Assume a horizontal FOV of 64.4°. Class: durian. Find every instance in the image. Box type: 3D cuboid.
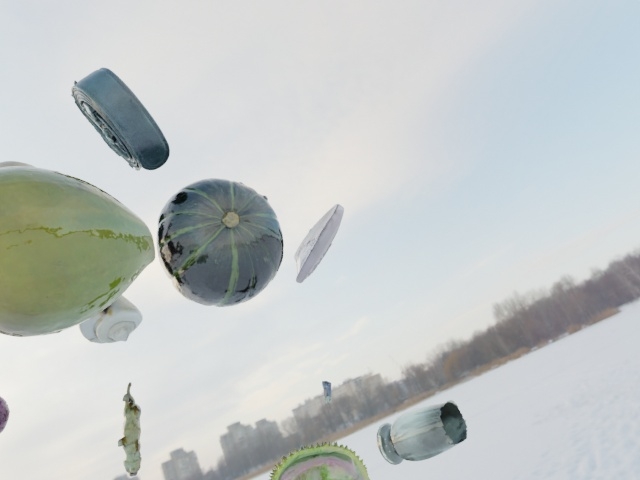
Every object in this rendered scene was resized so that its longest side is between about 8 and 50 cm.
[{"bbox_3d":[-0.015,0.791,1.733,0.351,0.169,0.158,-13,-43,-3],"label":"durian"}]

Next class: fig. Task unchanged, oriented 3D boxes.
[{"bbox_3d":[-0.340,0.013,0.637,0.207,0.207,0.230,-33,-11,23],"label":"fig"}]

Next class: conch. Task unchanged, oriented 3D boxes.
[{"bbox_3d":[-0.544,0.167,1.227,0.127,0.255,0.158,-56,-32,-9],"label":"conch"}]

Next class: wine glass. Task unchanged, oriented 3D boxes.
[{"bbox_3d":[0.228,0.441,1.161,0.111,0.111,0.204,-1,-27,-47],"label":"wine glass"}]

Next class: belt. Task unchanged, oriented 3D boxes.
[{"bbox_3d":[-0.469,-0.283,1.218,0.116,0.268,0.206,-44,9,-21],"label":"belt"}]

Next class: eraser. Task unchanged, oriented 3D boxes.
[{"bbox_3d":[0.001,0.001,1.518,0.243,0.059,0.204,-53,14,13],"label":"eraser"}]

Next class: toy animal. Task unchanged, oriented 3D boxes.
[{"bbox_3d":[-0.502,0.499,1.342,0.056,0.242,0.099,-2,-15,-18],"label":"toy animal"}]

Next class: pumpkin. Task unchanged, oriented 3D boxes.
[{"bbox_3d":[-0.244,0.002,1.251,0.322,0.324,0.241,-10,-17,-35],"label":"pumpkin"}]

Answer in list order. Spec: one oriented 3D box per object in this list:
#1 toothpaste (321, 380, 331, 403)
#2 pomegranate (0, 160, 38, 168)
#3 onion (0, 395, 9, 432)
[{"bbox_3d":[0.017,0.408,1.370,0.027,0.083,0.019,3,-66,-2],"label":"toothpaste"},{"bbox_3d":[-0.916,-0.057,1.444,0.416,0.417,0.417,-21,-20,-8],"label":"pomegranate"},{"bbox_3d":[-0.702,0.362,1.041,0.115,0.115,0.104,-14,8,-27],"label":"onion"}]
